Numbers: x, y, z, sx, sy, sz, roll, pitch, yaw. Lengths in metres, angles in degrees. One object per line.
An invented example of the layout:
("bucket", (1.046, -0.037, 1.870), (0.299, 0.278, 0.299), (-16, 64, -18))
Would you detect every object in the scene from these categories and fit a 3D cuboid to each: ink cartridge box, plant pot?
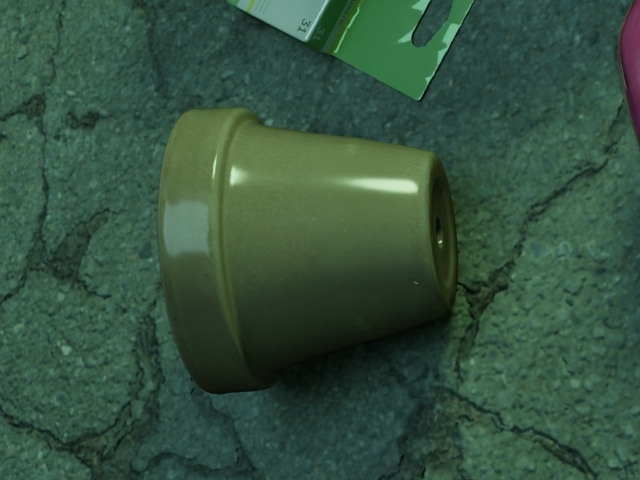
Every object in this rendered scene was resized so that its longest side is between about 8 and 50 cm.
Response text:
("ink cartridge box", (0.037, -0.259, 1.887), (0.235, 0.056, 0.171), (32, 96, 37))
("plant pot", (0.000, 0.000, 1.753), (0.229, 0.263, 0.263), (-6, 74, 14))

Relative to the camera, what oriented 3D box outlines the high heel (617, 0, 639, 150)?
("high heel", (0.351, -0.206, 1.614), (0.181, 0.127, 0.377), (-16, 66, 41))
